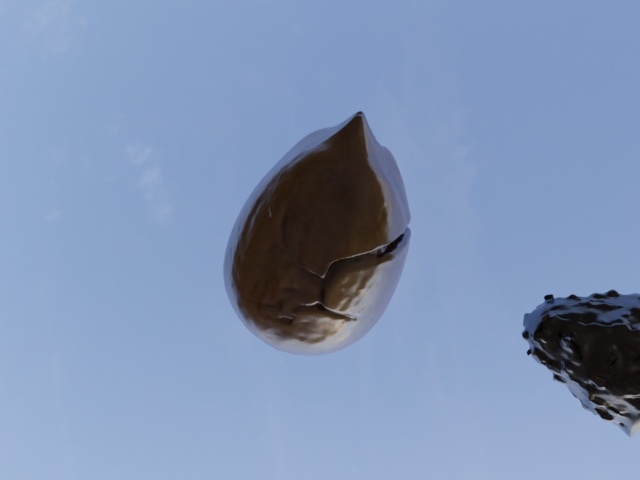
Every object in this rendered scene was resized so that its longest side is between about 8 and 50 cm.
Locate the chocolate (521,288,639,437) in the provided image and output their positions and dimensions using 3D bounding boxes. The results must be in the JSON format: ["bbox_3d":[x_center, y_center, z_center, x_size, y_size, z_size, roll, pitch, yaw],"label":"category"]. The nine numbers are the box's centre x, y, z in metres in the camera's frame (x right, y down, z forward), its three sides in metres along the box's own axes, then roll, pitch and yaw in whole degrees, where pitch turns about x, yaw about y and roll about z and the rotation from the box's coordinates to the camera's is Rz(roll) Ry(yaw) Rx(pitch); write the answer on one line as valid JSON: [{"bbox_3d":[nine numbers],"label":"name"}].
[{"bbox_3d":[0.283,0.113,0.637,0.133,0.156,0.156,14,-77,6],"label":"chocolate"}]

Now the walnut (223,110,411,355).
[{"bbox_3d":[0.000,0.000,0.650,0.203,0.203,0.297,24,-55,12],"label":"walnut"}]
